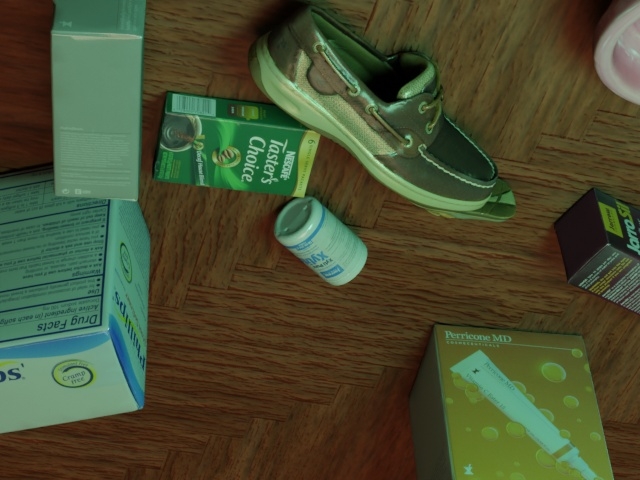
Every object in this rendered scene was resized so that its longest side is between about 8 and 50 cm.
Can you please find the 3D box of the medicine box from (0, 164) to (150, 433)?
[{"bbox_3d":[-0.343,0.064,1.818,0.264,0.289,0.149,-10,135,6],"label":"medicine box"}]

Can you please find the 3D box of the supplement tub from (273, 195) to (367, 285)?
[{"bbox_3d":[0.000,0.000,1.935,0.071,0.071,0.107,-30,129,24],"label":"supplement tub"}]

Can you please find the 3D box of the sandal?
[{"bbox_3d":[0.152,-0.058,1.899,0.180,0.072,0.049,16,154,-25],"label":"sandal"}]

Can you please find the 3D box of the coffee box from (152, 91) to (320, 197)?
[{"bbox_3d":[-0.097,-0.110,1.836,0.184,0.040,0.113,7,135,-11],"label":"coffee box"}]

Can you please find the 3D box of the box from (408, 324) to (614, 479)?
[{"bbox_3d":[0.248,0.297,2.060,0.215,0.345,0.168,5,135,-9],"label":"box"}]

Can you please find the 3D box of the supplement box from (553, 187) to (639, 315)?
[{"bbox_3d":[0.393,0.026,1.965,0.188,0.104,0.081,23,129,-25],"label":"supplement box"}]

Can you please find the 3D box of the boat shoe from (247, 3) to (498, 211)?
[{"bbox_3d":[0.085,-0.151,1.756,0.342,0.123,0.123,33,127,-24],"label":"boat shoe"}]

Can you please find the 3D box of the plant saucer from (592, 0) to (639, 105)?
[{"bbox_3d":[0.451,-0.237,1.654,0.332,0.084,0.332,-2,159,-1],"label":"plant saucer"}]

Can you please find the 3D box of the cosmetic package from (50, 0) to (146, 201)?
[{"bbox_3d":[-0.240,-0.169,1.706,0.107,0.127,0.238,4,137,-8],"label":"cosmetic package"}]
